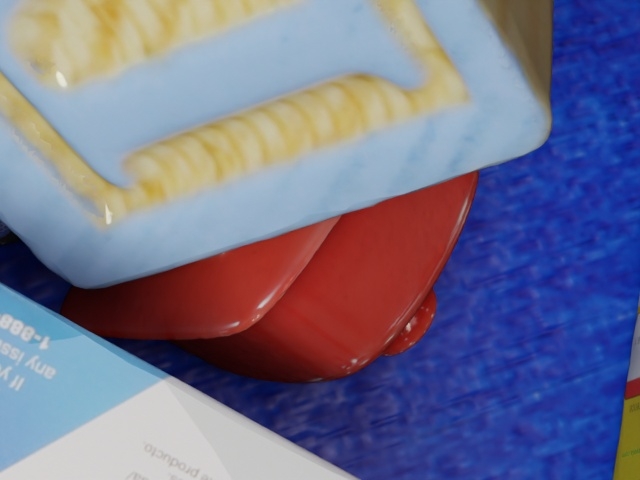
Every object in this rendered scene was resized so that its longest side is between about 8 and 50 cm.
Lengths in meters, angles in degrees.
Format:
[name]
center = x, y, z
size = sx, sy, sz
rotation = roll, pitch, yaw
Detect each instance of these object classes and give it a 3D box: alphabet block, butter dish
[alphabet block]
center = -0.041, -0.132, 0.521
size = 0.193, 0.192, 0.197
rotation = 53, 31, -38
[butter dish]
center = 0.000, 0.000, 0.622
size = 0.118, 0.160, 0.160
rotation = 45, 64, -25

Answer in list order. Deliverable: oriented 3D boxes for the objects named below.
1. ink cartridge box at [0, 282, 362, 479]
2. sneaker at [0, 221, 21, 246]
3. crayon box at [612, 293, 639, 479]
[ink cartridge box]
center = -0.128, 0.172, 0.505
size = 0.198, 0.197, 0.270
rotation = 30, 71, -5
[sneaker]
center = -0.199, -0.138, 0.596
size = 0.130, 0.147, 0.330
rotation = -36, 87, -19
[crayon box]
center = 0.180, 0.097, 0.597
size = 0.081, 0.202, 0.319
rotation = 15, 74, -9
